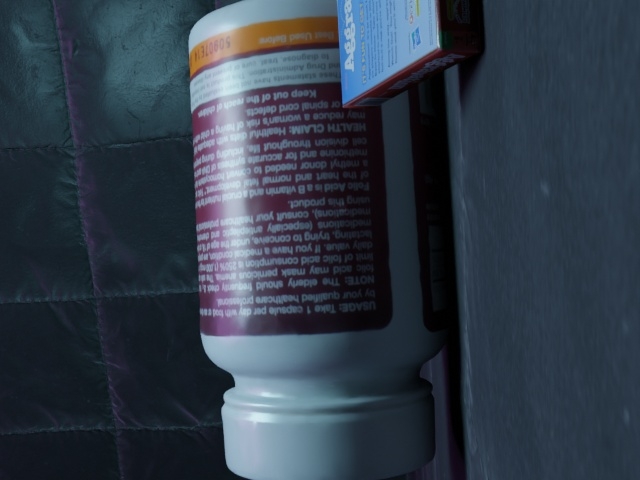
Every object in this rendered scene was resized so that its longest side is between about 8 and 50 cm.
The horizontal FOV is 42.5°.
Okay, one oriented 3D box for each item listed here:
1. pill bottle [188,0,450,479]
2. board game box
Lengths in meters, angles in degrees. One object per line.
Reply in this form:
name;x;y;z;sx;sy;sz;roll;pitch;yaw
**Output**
pill bottle;0.000;0.000;0.742;0.224;0.224;0.392;24;-116;-85
board game box;0.041;-0.231;0.483;0.145;0.027;0.281;172;95;-70
